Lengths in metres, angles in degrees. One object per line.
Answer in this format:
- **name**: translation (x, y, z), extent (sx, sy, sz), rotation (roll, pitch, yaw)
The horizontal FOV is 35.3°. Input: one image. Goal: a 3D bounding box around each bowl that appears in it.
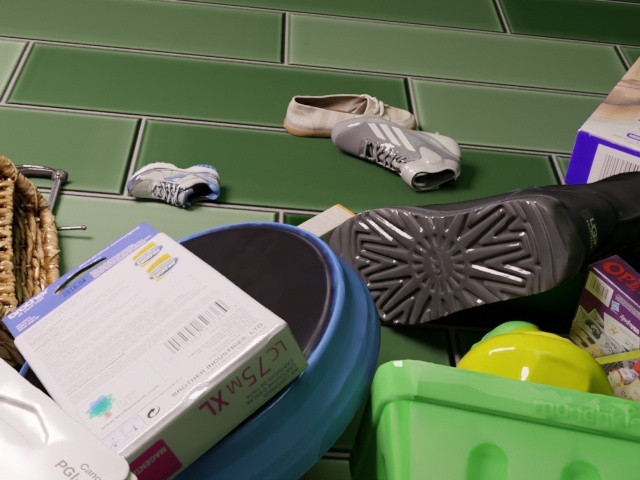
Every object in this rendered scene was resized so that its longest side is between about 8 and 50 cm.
- **bowl**: translation (-0.134, 0.121, 0.996), extent (0.391, 0.077, 0.391), rotation (-19, 33, 13)

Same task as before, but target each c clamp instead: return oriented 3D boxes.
- **c clamp**: translation (-0.387, -0.057, 1.381), extent (0.137, 0.022, 0.161), rotation (-3, 40, -7)

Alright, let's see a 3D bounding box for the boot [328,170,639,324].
- **boot**: translation (0.285, -0.017, 1.322), extent (0.367, 0.146, 0.445), rotation (-3, 10, 45)

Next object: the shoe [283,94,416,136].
- **shoe**: translation (0.052, -0.200, 1.615), extent (0.219, 0.058, 0.076), rotation (0, 38, -11)

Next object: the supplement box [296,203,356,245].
- **supplement box**: translation (0.000, 0.000, 1.340), extent (0.036, 0.062, 0.098), rotation (33, 43, 28)

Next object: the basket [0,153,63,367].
- **basket**: translation (-0.415, -0.013, 1.146), extent (0.223, 0.213, 0.299), rotation (-6, 40, -12)

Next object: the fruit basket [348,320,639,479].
- **fruit basket**: translation (0.219, 0.196, 0.984), extent (0.392, 0.283, 0.392), rotation (4, 54, -5)

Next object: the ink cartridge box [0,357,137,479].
- **ink cartridge box**: translation (-0.251, 0.250, 0.781), extent (0.207, 0.283, 0.117), rotation (30, 42, 27)

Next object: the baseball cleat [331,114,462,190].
- **baseball cleat**: translation (0.114, -0.133, 1.531), extent (0.205, 0.072, 0.109), rotation (7, 43, 5)

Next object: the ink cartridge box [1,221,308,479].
- **ink cartridge box**: translation (-0.166, 0.094, 0.927), extent (0.186, 0.065, 0.311), rotation (-38, 36, -16)

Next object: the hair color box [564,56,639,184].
- **hair color box**: translation (0.549, -0.177, 1.641), extent (0.185, 0.110, 0.339), rotation (23, 38, 21)

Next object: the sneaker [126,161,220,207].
- **sneaker**: translation (-0.203, -0.075, 1.412), extent (0.135, 0.052, 0.058), rotation (-6, 43, -18)

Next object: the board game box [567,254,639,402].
- **board game box**: translation (0.385, 0.196, 1.036), extent (0.056, 0.208, 0.347), rotation (-15, 43, -28)
